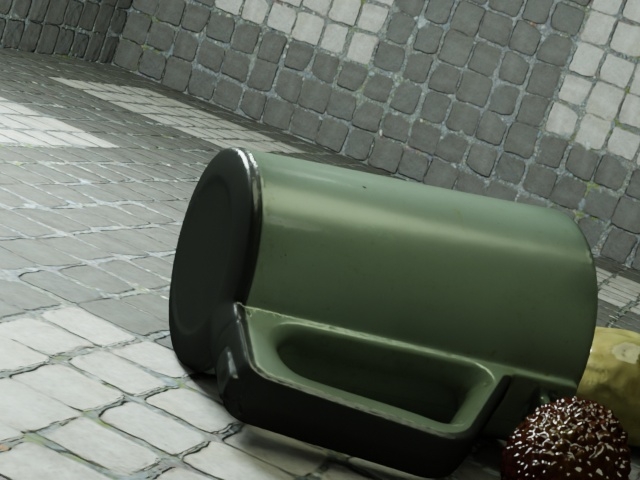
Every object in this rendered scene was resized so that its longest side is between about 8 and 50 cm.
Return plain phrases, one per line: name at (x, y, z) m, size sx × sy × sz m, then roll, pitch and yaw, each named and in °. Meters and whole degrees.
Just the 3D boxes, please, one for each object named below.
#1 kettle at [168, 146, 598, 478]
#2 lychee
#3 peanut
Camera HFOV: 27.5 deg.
kettle at (0.063, 0.086, 1.275) m, size 0.377 × 0.250 × 0.361 m, roll 13°, pitch 37°, yaw -22°
lychee at (0.215, 0.199, 1.148) m, size 0.123 × 0.129 × 0.123 m, roll 14°, pitch -11°, yaw 3°
peanut at (0.318, 0.156, 1.545) m, size 0.319 × 0.147 × 0.147 m, roll 22°, pitch 10°, yaw -1°
